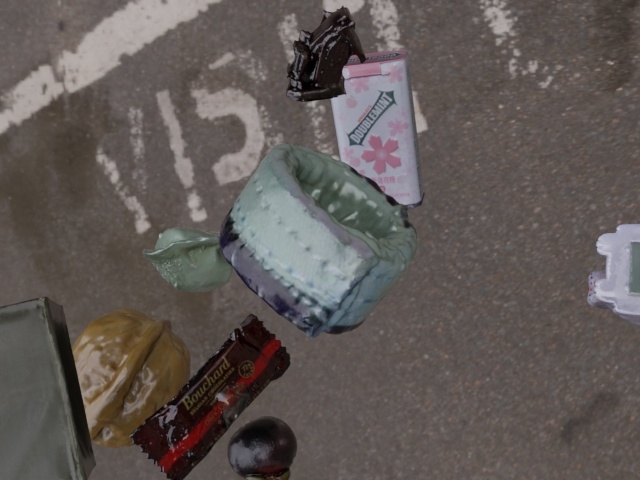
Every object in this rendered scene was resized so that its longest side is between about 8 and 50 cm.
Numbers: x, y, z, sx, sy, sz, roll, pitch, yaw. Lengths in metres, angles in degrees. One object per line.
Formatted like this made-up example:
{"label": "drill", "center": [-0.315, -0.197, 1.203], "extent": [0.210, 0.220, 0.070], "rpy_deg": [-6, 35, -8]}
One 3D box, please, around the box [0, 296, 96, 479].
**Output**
{"label": "box", "center": [-0.391, 0.204, 0.953], "extent": [0.155, 0.149, 0.231], "rpy_deg": [146, 111, -75]}

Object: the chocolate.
{"label": "chocolate", "center": [-0.107, 0.163, 0.773], "extent": [0.086, 0.182, 0.028], "rpy_deg": [56, 160, -22]}

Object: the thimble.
{"label": "thimble", "center": [0.000, 0.000, 0.907], "extent": [0.237, 0.237, 0.150], "rpy_deg": [44, 115, 21]}

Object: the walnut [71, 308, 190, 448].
{"label": "walnut", "center": [-0.357, 0.247, 1.359], "extent": [0.224, 0.257, 0.257], "rpy_deg": [34, 126, -2]}

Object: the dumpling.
{"label": "dumpling", "center": [-0.190, 0.036, 1.202], "extent": [0.152, 0.219, 0.108], "rpy_deg": [13, 95, 28]}

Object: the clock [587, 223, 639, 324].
{"label": "clock", "center": [0.628, 0.089, 1.481], "extent": [0.188, 0.254, 0.189], "rpy_deg": [-5, 71, 14]}

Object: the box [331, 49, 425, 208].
{"label": "box", "center": [0.137, -0.252, 1.768], "extent": [0.190, 0.112, 0.370], "rpy_deg": [-1, 117, 17]}

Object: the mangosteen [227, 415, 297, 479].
{"label": "mangosteen", "center": [-0.119, 0.451, 1.571], "extent": [0.152, 0.152, 0.153], "rpy_deg": [13, 111, 37]}

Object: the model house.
{"label": "model house", "center": [0.005, -0.352, 1.367], "extent": [0.203, 0.141, 0.164], "rpy_deg": [-105, 19, -65]}
